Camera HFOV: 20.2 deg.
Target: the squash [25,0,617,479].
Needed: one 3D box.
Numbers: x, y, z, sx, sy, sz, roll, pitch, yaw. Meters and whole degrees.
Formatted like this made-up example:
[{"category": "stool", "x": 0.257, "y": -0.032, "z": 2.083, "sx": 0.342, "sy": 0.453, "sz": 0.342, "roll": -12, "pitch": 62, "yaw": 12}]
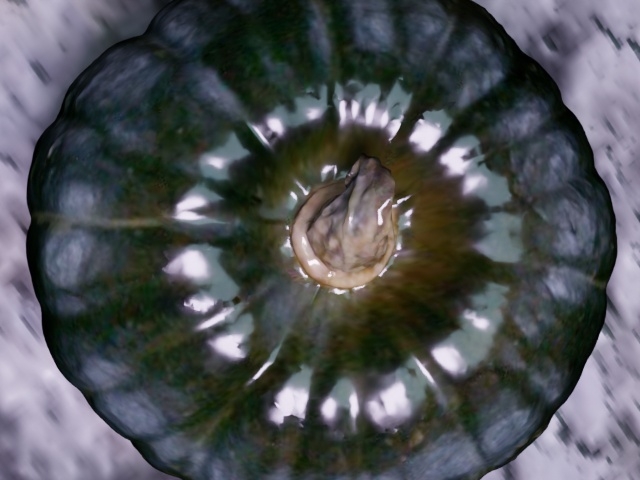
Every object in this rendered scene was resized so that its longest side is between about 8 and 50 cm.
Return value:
[{"category": "squash", "x": 0.000, "y": 0.001, "z": 0.656, "sx": 0.218, "sy": 0.172, "sz": 0.218, "roll": 0, "pitch": 112, "yaw": 0}]
